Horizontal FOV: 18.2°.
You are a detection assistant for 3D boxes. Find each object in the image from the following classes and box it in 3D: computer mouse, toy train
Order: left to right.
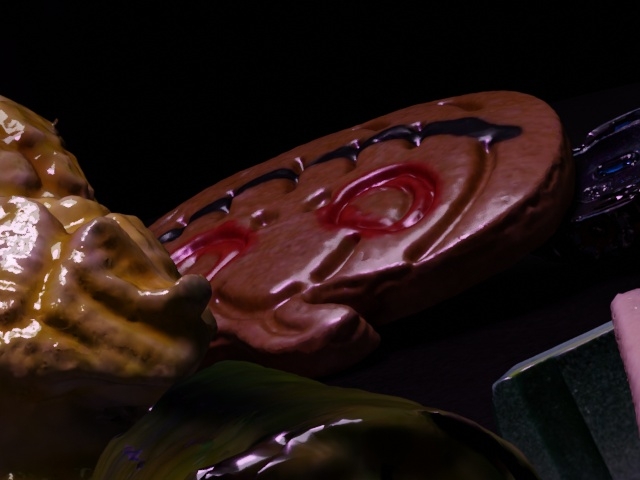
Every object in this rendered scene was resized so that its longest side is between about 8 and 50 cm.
[{"bbox_3d":[0.235,-0.036,1.375,0.242,0.077,0.146,-22,23,24],"label":"computer mouse"},{"bbox_3d":[0.150,0.045,0.819,0.132,0.083,0.200,-26,-4,17],"label":"toy train"}]

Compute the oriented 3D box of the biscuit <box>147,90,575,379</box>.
[{"bbox_3d":[-0.001,-0.001,1.393,0.367,0.063,0.314,-19,22,16],"label":"biscuit"}]

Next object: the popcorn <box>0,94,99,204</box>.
[{"bbox_3d":[-0.284,0.010,1.568,0.247,0.282,0.282,-32,4,4],"label":"popcorn"}]

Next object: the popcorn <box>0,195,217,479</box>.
[{"bbox_3d":[-0.145,0.069,1.034,0.167,0.187,0.185,20,1,6],"label":"popcorn"}]

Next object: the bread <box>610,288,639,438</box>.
[{"bbox_3d":[0.147,0.056,0.568,0.105,0.077,0.152,-19,20,9],"label":"bread"}]

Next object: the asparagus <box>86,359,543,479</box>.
[{"bbox_3d":[-0.023,0.098,0.677,0.128,0.108,0.382,-20,4,-11],"label":"asparagus"}]
